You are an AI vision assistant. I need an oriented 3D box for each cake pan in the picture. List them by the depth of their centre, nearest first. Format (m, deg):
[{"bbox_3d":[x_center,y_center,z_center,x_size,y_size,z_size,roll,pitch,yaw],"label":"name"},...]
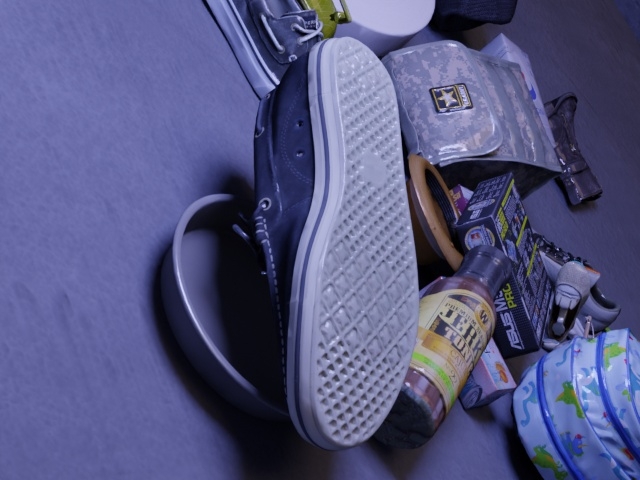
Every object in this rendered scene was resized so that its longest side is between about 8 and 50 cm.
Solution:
[{"bbox_3d":[-0.066,0.083,1.246,0.293,0.054,0.293,34,35,-28],"label":"cake pan"}]

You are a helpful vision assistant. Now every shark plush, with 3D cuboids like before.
[{"bbox_3d":[0.431,0.191,1.792,0.161,0.067,0.073,19,44,-43],"label":"shark plush"}]

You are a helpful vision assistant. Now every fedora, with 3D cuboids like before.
[{"bbox_3d":[0.150,-0.028,1.590,0.194,0.079,0.194,52,24,-34],"label":"fedora"},{"bbox_3d":[0.306,-0.508,2.209,0.334,0.334,0.153,-10,97,-56],"label":"fedora"}]

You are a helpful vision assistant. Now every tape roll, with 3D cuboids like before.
[{"bbox_3d":[0.037,-0.500,1.902,0.392,0.072,0.392,23,50,-29],"label":"tape roll"}]

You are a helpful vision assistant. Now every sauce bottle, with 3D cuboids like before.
[{"bbox_3d":[0.159,0.119,1.403,0.111,0.111,0.344,48,42,-8],"label":"sauce bottle"}]

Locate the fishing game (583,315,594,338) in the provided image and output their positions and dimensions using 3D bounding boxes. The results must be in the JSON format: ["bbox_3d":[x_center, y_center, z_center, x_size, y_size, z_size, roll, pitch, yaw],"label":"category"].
[{"bbox_3d":[0.471,0.257,1.768,0.264,0.041,0.189,41,53,-36],"label":"fishing game"}]

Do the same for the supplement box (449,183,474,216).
[{"bbox_3d":[0.227,-0.040,1.766,0.043,0.055,0.083,24,40,-39],"label":"supplement box"}]

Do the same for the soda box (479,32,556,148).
[{"bbox_3d":[0.378,-0.277,2.173,0.091,0.098,0.286,30,38,-33],"label":"soda box"}]

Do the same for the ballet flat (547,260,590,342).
[{"bbox_3d":[0.402,0.105,1.774,0.057,0.168,0.052,17,50,19],"label":"ballet flat"}]

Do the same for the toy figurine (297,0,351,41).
[{"bbox_3d":[-0.005,-0.495,1.665,0.217,0.191,0.363,-36,96,-29],"label":"toy figurine"}]

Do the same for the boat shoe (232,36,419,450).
[{"bbox_3d":[0.000,0.000,1.227,0.186,0.156,0.501,29,49,-42],"label":"boat shoe"}]

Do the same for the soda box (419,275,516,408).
[{"bbox_3d":[0.200,0.142,1.536,0.058,0.063,0.183,4,54,-51],"label":"soda box"}]

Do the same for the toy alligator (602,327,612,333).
[{"bbox_3d":[0.537,0.240,1.907,0.051,0.056,0.190,-33,87,-17],"label":"toy alligator"}]

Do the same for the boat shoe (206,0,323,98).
[{"bbox_3d":[-0.056,-0.297,1.584,0.335,0.119,0.121,55,31,4],"label":"boat shoe"}]

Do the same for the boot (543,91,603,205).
[{"bbox_3d":[0.526,-0.186,2.309,0.229,0.091,0.263,60,35,1],"label":"boot"}]

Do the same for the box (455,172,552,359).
[{"bbox_3d":[0.287,0.032,1.675,0.216,0.060,0.270,68,21,-11],"label":"box"}]

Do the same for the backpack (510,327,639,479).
[{"bbox_3d":[0.429,0.294,1.545,0.355,0.273,0.290,37,39,-3],"label":"backpack"}]

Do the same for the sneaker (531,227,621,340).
[{"bbox_3d":[0.408,0.047,1.872,0.271,0.108,0.100,49,33,-4],"label":"sneaker"}]

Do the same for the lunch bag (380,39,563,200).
[{"bbox_3d":[0.240,-0.199,1.844,0.287,0.169,0.235,8,55,-40],"label":"lunch bag"}]
